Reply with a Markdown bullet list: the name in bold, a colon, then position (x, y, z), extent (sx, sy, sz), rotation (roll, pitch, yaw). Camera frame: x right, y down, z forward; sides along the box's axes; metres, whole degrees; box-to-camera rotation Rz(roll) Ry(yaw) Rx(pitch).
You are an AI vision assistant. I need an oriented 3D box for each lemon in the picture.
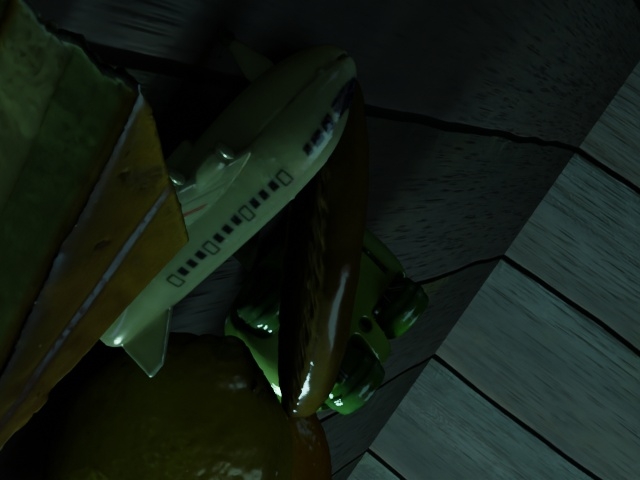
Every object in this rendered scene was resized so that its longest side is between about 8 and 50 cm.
- **lemon**: position (-0.116, 0.176, 0.818), extent (0.188, 0.188, 0.257), rotation (-24, 141, -60)

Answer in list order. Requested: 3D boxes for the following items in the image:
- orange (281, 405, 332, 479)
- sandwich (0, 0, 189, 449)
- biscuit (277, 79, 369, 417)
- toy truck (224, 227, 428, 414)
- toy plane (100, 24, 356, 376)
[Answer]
- **orange**: position (-0.132, 0.294, 1.114), extent (0.310, 0.274, 0.274), rotation (-12, 156, -6)
- **sandwich**: position (-0.159, 0.002, 0.446), extent (0.187, 0.117, 0.144), rotation (-48, 161, -12)
- **biscuit**: position (0.001, 0.000, 0.779), extent (0.262, 0.037, 0.262), rotation (-174, -90, -83)
- **toy truck**: position (-0.009, 0.071, 1.013), extent (0.187, 0.148, 0.210), rotation (-49, -173, -18)
- **toy plane**: position (-0.073, -0.022, 0.665), extent (0.256, 0.104, 0.242), rotation (-57, 162, 15)
